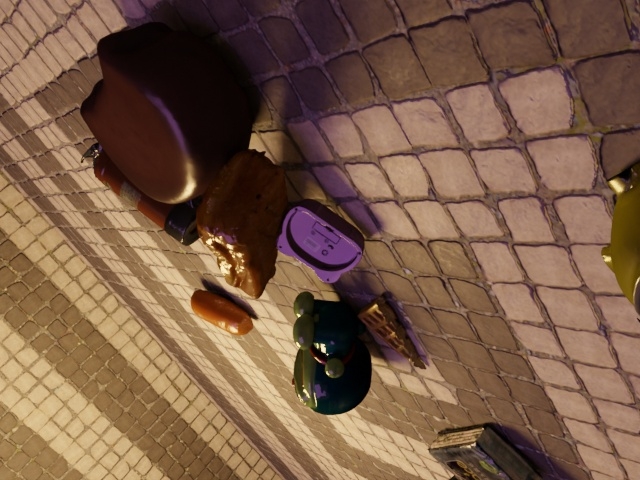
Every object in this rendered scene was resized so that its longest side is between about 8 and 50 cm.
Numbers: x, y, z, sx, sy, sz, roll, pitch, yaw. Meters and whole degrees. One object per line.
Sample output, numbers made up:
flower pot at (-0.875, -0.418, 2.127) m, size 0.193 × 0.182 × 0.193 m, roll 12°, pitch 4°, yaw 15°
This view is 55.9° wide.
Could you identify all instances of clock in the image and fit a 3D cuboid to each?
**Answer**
clock at (0.000, 0.000, 1.087) m, size 0.153 × 0.050 × 0.110 m, roll 35°, pitch 121°, yaw -3°

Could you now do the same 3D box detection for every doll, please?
doll at (0.025, 0.270, 1.364) m, size 0.186 × 0.198 × 0.321 m, roll -1°, pitch 132°, yaw 0°

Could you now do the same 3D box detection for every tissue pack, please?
tissue pack at (0.367, 0.504, 1.372) m, size 0.173 × 0.073 × 0.235 m, roll 43°, pitch 153°, yaw 2°

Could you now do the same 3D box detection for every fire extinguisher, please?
fire extinguisher at (-0.418, -0.162, 1.446) m, size 0.376 × 0.113 × 0.200 m, roll 35°, pitch 110°, yaw 12°

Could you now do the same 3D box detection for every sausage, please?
sausage at (-0.306, 0.217, 1.835) m, size 0.238 × 0.098 × 0.098 m, roll 22°, pitch 147°, yaw 33°

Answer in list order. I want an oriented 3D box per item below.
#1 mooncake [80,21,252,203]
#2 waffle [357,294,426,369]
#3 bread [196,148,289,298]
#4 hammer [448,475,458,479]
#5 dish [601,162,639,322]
mooncake at (-0.273, -0.222, 1.058) m, size 0.334 × 0.174 × 0.325 m, roll 35°, pitch 149°, yaw 21°
waffle at (0.170, 0.195, 1.238) m, size 0.191 × 0.032 × 0.125 m, roll 40°, pitch 151°, yaw 0°
bread at (-0.126, -0.022, 1.104) m, size 0.109 × 0.185 × 0.380 m, roll 23°, pitch 161°, yaw 9°
hammer at (0.414, 0.635, 1.490) m, size 0.033 × 0.111 × 0.288 m, roll 49°, pitch 144°, yaw -19°
dish at (0.403, 0.040, 0.608) m, size 0.263 × 0.108 × 0.221 m, roll 22°, pitch 146°, yaw 34°
